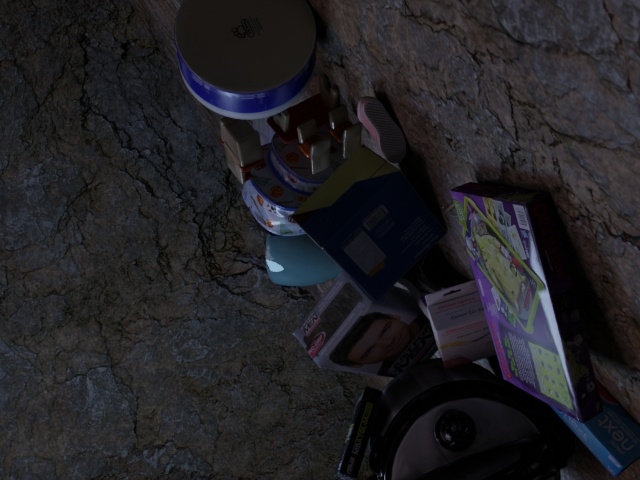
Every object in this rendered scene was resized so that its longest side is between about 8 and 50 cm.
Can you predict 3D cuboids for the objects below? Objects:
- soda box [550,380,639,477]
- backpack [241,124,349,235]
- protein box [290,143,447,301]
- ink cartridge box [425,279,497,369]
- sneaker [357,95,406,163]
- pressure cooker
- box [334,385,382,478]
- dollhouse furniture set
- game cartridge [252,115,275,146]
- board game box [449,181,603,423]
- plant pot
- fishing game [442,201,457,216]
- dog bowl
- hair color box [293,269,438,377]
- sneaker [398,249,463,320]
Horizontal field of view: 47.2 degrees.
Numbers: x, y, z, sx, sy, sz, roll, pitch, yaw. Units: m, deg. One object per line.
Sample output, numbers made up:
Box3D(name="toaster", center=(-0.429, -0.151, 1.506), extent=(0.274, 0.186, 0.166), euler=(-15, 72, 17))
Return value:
Box3D(name="soda box", center=(0.442, 0.279, 1.213), extent=(0.210, 0.071, 0.067), euler=(51, 167, 29))
Box3D(name="backpack", center=(-0.042, -0.135, 1.681), extent=(0.276, 0.263, 0.213), euler=(50, 152, 34))
Box3D(name="protein box", center=(0.095, -0.031, 1.402), extent=(0.201, 0.200, 0.136), euler=(45, 180, -41))
Box3D(name="ink cartridge box", center=(0.284, 0.171, 1.472), extent=(0.198, 0.115, 0.067), euler=(66, -173, -47))
Box3D(name="sneaker", center=(0.110, -0.207, 1.337), extent=(0.134, 0.051, 0.070), euler=(58, 179, -25))
Box3D(name="pressure cooker", center=(0.283, 0.450, 1.513), extent=(0.375, 0.370, 0.420), euler=(27, 180, -1))
Box3D(name="box", center=(0.079, 0.412, 1.550), extent=(0.045, 0.184, 0.190), euler=(20, 162, 5))
Box3D(name="dollhouse furniture set", center=(-0.076, -0.237, 1.527), extent=(0.262, 0.259, 0.135), euler=(52, 161, 29))
Box3D(name="game cartridge", center=(-0.127, -0.211, 2.141), extent=(0.230, 0.068, 0.355), euler=(-129, 32, -52))
Box3D(name="board game box", center=(0.308, 0.085, 1.110), extent=(0.208, 0.056, 0.346), euler=(18, 130, 65))
Box3D(name="plant pot", center=(0.000, 0.000, 2.020), extent=(0.195, 0.290, 0.290), euler=(12, 151, 19))
Box3D(name="fishing game", center=(0.297, 0.042, 1.256), extent=(0.264, 0.041, 0.189), euler=(56, 173, 2))
Box3D(name="dog bowl", center=(-0.139, -0.369, 1.378), extent=(0.265, 0.265, 0.104), euler=(54, 168, 12))
Box3D(name="hair color box", center=(0.135, 0.200, 1.647), extent=(0.374, 0.185, 0.113), euler=(20, -158, -49))
Box3D(name="sneaker", center=(0.214, 0.046, 1.576), extent=(0.283, 0.107, 0.124), euler=(45, 151, 34))
